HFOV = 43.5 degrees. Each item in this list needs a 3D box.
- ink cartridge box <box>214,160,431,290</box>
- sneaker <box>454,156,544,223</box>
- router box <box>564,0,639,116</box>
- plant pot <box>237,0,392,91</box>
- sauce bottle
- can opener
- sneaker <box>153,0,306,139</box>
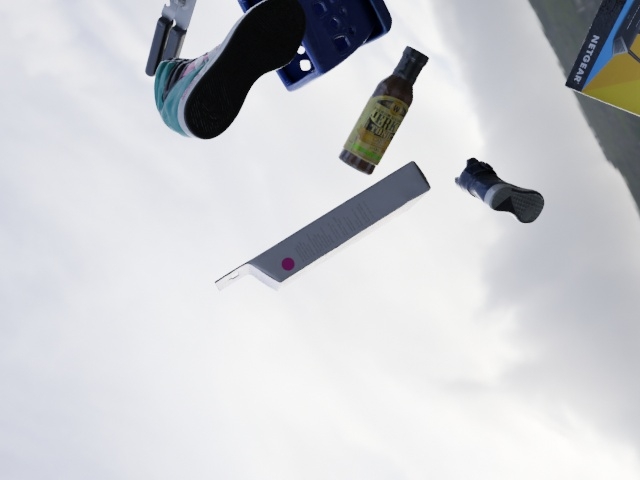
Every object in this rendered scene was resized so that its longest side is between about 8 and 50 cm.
[{"bbox_3d":[0.000,0.000,1.327,0.069,0.371,0.176,60,172,4],"label":"ink cartridge box"},{"bbox_3d":[0.415,-0.120,1.880,0.226,0.086,0.163,16,-161,-44],"label":"sneaker"},{"bbox_3d":[0.359,-0.223,0.851,0.133,0.179,0.046,33,-158,36],"label":"router box"},{"bbox_3d":[-0.004,-0.461,1.620,0.212,0.236,0.236,-32,-78,-16],"label":"plant pot"},{"bbox_3d":[0.168,-0.340,2.094,0.111,0.344,0.111,26,-168,-6],"label":"sauce bottle"},{"bbox_3d":[-0.332,-0.485,1.842,0.074,0.280,0.093,35,-142,8],"label":"can opener"},{"bbox_3d":[-0.160,-0.276,1.290,0.295,0.178,0.124,-52,-55,-22],"label":"sneaker"}]
